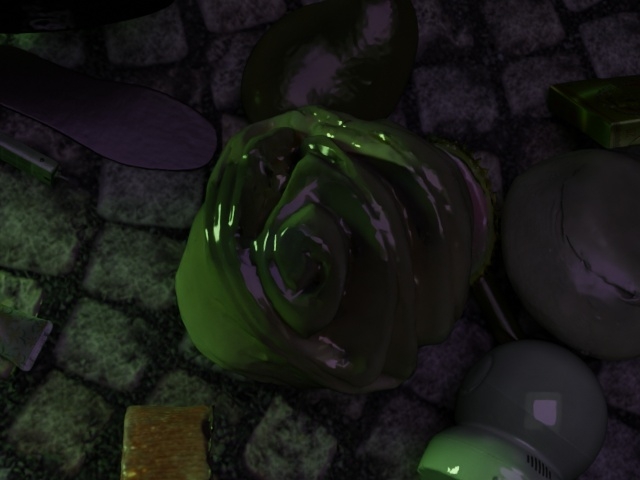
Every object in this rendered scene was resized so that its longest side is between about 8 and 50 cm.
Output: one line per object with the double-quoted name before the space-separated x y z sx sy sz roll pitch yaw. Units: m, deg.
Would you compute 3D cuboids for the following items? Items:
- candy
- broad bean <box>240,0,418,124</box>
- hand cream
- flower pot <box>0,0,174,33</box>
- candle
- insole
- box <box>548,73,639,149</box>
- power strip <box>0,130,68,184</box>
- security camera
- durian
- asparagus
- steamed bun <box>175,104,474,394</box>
"candy" 0.355 0.019 1.372 0.296 0.185 0.295 6 59 -9
"broad bean" 0.017 -0.226 1.395 0.263 0.121 0.189 -38 94 -3
"hand cream" -0.419 0.085 1.255 0.195 0.042 0.067 27 72 -10
"flower pot" -0.336 -0.421 1.215 0.294 0.293 0.330 -9 94 -15
"candle" -0.175 0.336 1.135 0.132 0.287 0.316 0 81 -8
"insole" -0.289 -0.167 1.356 0.328 0.007 0.111 20 73 -8
"box" 0.493 -0.189 1.460 0.311 0.173 0.043 -8 117 -14
"power strip" -0.371 -0.105 1.301 0.136 0.051 0.019 30 66 -6
"security camera" 0.250 0.233 1.301 0.195 0.194 0.236 34 71 -4
"durian" 0.157 -0.032 1.385 0.137 0.095 0.220 1 81 -29
"asparagus" 0.244 0.115 1.398 0.041 0.045 0.178 -26 86 -2
"steamed bun" 0.000 0.000 1.229 0.352 0.247 0.339 5 78 17
